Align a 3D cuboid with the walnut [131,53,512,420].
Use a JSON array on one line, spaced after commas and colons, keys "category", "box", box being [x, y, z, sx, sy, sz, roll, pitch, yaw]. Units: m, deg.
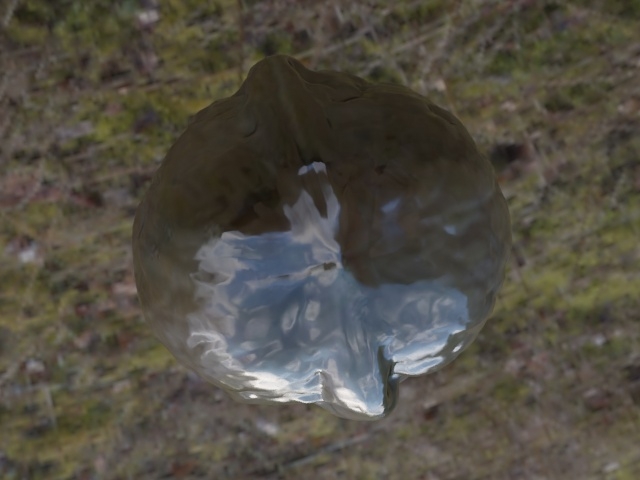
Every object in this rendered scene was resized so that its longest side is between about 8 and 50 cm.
[{"category": "walnut", "box": [0.000, 0.002, 0.913, 0.248, 0.248, 0.248, -15, 151, -9]}]
